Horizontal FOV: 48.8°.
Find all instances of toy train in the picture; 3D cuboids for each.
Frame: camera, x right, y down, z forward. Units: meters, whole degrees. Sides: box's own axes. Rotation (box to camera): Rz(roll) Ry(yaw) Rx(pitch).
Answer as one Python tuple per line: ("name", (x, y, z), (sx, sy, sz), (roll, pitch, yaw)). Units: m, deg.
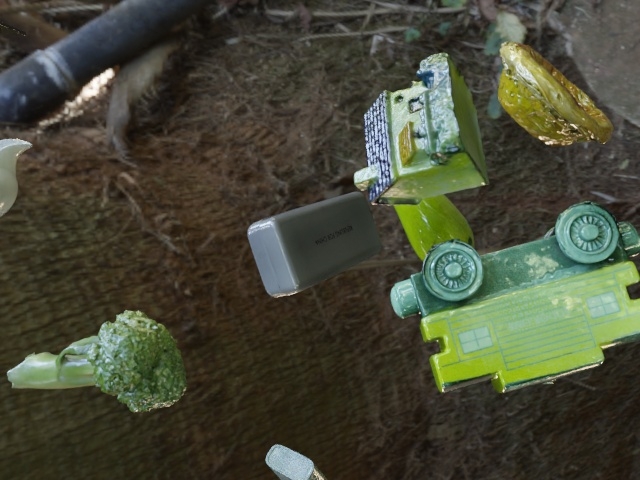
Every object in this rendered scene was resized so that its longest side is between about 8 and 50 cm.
("toy train", (0.354, 0.112, 1.215), (0.442, 0.179, 0.272), (-16, 77, 2))

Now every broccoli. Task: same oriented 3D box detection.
("broccoli", (-0.388, 0.224, 1.347), (0.302, 0.254, 0.186), (1, 73, 35))

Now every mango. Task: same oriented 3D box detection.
("mango", (0.258, -0.051, 1.674), (0.143, 0.175, 0.293), (-34, 98, 5))

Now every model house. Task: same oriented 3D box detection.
("model house", (0.146, -0.176, 1.167), (0.211, 0.170, 0.194), (-15, 65, 26))

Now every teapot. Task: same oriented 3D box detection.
("teapot", (-0.623, -0.090, 1.160), (0.204, 0.298, 0.139), (25, 121, 44))

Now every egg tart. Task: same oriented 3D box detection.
("egg tart", (0.445, -0.274, 1.397), (0.116, 0.294, 0.295), (-46, 60, 26))

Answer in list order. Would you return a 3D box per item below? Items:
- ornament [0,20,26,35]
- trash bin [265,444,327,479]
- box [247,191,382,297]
("ornament", (-0.684, -0.330, 1.368), (0.153, 0.166, 0.196), (7, 95, 8))
("trash bin", (-0.053, 0.518, 1.581), (0.116, 0.130, 0.059), (18, 63, 26))
("box", (0.000, 0.000, 0.970), (0.055, 0.243, 0.103), (-19, 91, 34))
